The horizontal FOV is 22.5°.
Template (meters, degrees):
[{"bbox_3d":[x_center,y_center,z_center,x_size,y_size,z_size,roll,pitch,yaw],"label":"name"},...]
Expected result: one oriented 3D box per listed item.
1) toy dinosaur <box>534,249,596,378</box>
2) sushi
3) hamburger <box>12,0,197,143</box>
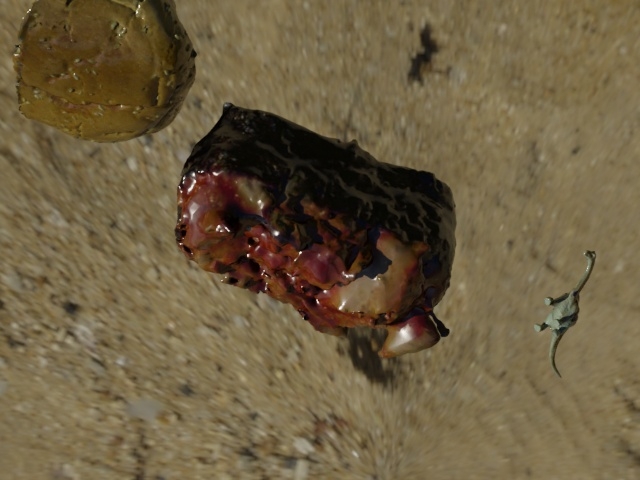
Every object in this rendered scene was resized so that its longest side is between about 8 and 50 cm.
[{"bbox_3d":[0.264,0.087,1.783,0.058,0.180,0.037,-14,50,-28],"label":"toy dinosaur"},{"bbox_3d":[0.000,0.000,1.765,0.343,0.196,0.182,23,55,-11],"label":"sushi"},{"bbox_3d":[-0.253,-0.222,1.941,0.211,0.309,0.132,16,56,-6],"label":"hamburger"}]
